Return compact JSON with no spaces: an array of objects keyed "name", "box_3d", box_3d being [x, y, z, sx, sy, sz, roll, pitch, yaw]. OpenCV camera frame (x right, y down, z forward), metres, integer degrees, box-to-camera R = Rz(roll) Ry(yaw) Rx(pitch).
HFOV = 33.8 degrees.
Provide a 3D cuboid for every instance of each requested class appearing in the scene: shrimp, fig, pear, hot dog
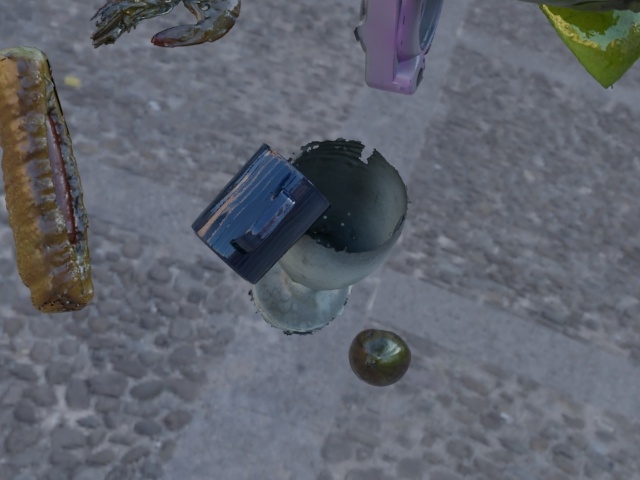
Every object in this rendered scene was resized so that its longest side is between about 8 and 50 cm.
[{"name":"shrimp","box_3d":[-0.201,-0.301,1.397,0.236,0.053,0.133,-36,88,-36]},{"name":"fig","box_3d":[0.094,0.201,1.796,0.109,0.103,0.154,-17,-5,19]},{"name":"pear","box_3d":[0.407,-0.386,1.557,0.239,0.139,0.288,40,36,-2]},{"name":"hot dog","box_3d":[-0.300,-0.061,1.119,0.083,0.289,0.068,-7,8,16]}]

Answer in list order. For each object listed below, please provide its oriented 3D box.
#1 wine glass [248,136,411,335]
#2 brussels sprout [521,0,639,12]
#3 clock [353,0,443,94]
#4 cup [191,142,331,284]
[{"name":"wine glass","box_3d":[0.004,0.001,1.542,0.190,0.357,0.191,4,64,-9]},{"name":"brussels sprout","box_3d":[0.283,-0.403,1.253,0.327,0.247,0.328,0,24,0]},{"name":"clock","box_3d":[0.124,-0.353,1.469,0.090,0.228,0.248,14,50,12]},{"name":"cup","box_3d":[-0.078,-0.034,1.268,0.113,0.138,0.150,41,-3,18]}]
